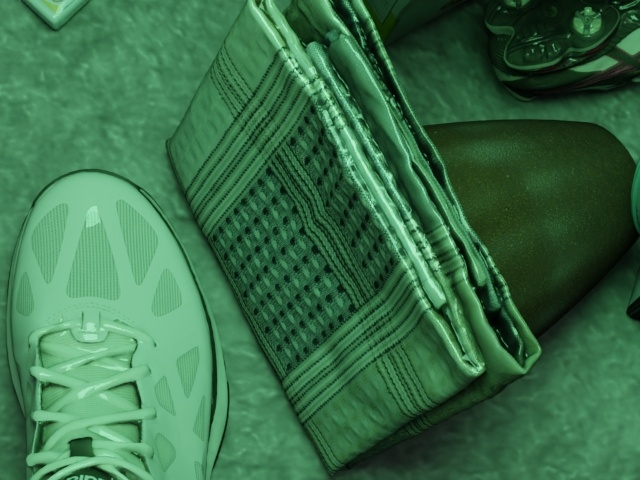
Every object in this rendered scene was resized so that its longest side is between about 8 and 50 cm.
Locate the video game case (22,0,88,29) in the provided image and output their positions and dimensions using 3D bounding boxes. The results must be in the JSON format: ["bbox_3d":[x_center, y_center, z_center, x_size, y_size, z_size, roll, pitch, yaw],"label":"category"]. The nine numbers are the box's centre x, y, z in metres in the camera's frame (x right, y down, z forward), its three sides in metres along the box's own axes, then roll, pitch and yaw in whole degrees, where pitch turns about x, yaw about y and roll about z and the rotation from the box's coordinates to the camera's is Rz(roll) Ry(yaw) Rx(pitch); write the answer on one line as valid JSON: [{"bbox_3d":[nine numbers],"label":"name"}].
[{"bbox_3d":[-0.231,-0.322,1.341,0.227,0.026,0.206,43,77,6],"label":"video game case"}]

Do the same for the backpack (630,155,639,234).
[{"bbox_3d":[0.353,-0.038,1.150,0.253,0.225,0.191,-12,56,-2],"label":"backpack"}]

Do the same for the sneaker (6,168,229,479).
[{"bbox_3d":[-0.140,0.140,1.117,0.169,0.257,0.448,-6,77,-6],"label":"sneaker"}]

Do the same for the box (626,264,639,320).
[{"bbox_3d":[0.432,-0.030,1.302,0.295,0.073,0.293,20,77,1],"label":"box"}]

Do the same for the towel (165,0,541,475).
[{"bbox_3d":[0.000,0.000,1.133,0.056,0.324,0.312,-21,79,-29],"label":"towel"}]

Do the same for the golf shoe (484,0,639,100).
[{"bbox_3d":[0.266,-0.188,1.285,0.272,0.120,0.105,-13,66,2],"label":"golf shoe"}]

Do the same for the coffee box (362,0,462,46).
[{"bbox_3d":[0.115,-0.381,1.139,0.337,0.334,0.338,-30,91,-3],"label":"coffee box"}]

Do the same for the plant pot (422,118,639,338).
[{"bbox_3d":[0.129,-0.006,1.216,0.230,0.215,0.215,-21,79,-25],"label":"plant pot"}]
